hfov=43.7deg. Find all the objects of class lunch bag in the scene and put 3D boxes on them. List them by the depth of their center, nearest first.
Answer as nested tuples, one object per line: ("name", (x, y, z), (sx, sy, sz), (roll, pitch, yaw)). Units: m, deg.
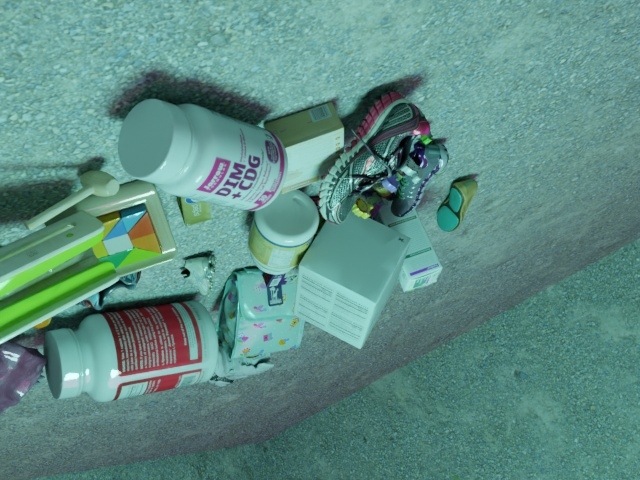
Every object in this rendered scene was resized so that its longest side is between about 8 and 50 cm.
("lunch bag", (-0.156, 0.184, 2.219), (0.224, 0.160, 0.262), (-5, 127, -28))

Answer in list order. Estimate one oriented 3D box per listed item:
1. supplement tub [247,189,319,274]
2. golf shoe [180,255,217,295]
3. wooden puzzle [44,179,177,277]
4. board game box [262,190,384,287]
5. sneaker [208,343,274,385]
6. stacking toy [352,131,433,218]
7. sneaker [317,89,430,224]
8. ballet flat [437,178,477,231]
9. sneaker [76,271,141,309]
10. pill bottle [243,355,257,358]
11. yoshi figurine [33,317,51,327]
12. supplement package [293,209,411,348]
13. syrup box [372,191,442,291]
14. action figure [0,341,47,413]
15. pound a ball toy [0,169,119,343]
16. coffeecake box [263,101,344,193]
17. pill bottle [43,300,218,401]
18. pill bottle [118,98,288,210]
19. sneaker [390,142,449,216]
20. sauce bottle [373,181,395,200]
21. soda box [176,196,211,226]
("supplement tub", (-0.090, -0.017, 1.833), (0.144, 0.144, 0.199), (-13, 157, -19))
("golf shoe", (-0.309, 0.085, 2.011), (0.086, 0.069, 0.176), (5, 150, -9))
("wooden puzzle", (-0.416, -0.004, 1.618), (0.221, 0.044, 0.238), (-18, 142, -9))
("board game box", (0.000, 0.000, 2.046), (0.208, 0.056, 0.347), (-3, 147, -29))
("sneaker", (-0.275, 0.378, 2.614), (0.210, 0.137, 0.366), (-20, 163, -5))
("stacking toy", (0.156, -0.156, 1.723), (0.167, 0.052, 0.221), (-36, -161, 35))
("sneaker", (0.098, -0.149, 1.597), (0.299, 0.112, 0.121), (-57, 163, 25))
("ballet flat", (0.380, -0.094, 2.177), (0.073, 0.080, 0.232), (-31, 163, -17))
("sneaker", (-0.520, 0.097, 1.734), (0.262, 0.125, 0.104), (-21, 159, -1))
("pill bottle", (-0.199, 0.276, 2.454), (0.119, 0.119, 0.208), (-9, 156, -28))
("yoshi figurine", (-0.662, 0.078, 1.507), (0.203, 0.203, 0.362), (-49, 146, 20))
("supplement package", (0.071, 0.089, 1.916), (0.199, 0.198, 0.262), (-58, 169, -28))
("syrup box", (0.216, 0.002, 2.028), (0.096, 0.236, 0.093), (-18, 159, -9))
("action figure", (-0.808, 0.257, 1.868), (0.276, 0.248, 0.370), (17, 152, 20))
("pound a ball toy", (-0.508, 0.015, 1.435), (0.319, 0.136, 0.208), (-32, 130, -33))
("coffeecake box", (-0.030, -0.182, 1.602), (0.142, 0.068, 0.185), (-20, 158, -7))
("pill bottle", (-0.492, 0.291, 2.078), (0.408, 0.229, 0.229), (-5, 153, -33))
("pill bottle", (-0.202, -0.148, 1.401), (0.160, 0.160, 0.283), (-34, 155, 28))
("sneaker", (0.206, -0.149, 1.892), (0.098, 0.083, 0.223), (7, 132, -31))
("sauce bottle", (0.155, -0.127, 1.939), (0.042, 0.042, 0.128), (-25, 162, 9))
("soda box", (-0.259, -0.097, 1.602), (0.058, 0.061, 0.181), (-17, 158, -12))
